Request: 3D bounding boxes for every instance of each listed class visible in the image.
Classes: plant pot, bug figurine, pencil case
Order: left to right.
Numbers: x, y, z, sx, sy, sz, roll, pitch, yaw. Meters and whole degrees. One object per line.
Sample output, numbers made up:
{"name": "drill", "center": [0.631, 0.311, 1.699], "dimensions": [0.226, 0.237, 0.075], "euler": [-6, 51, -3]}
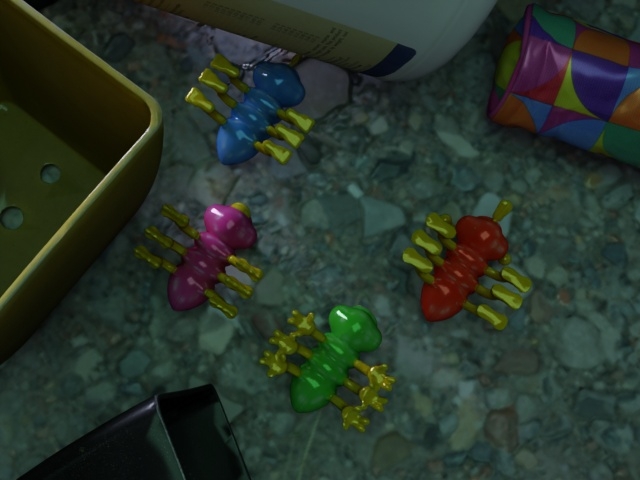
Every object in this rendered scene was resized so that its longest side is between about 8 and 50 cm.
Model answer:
{"name": "plant pot", "center": [-0.233, -0.036, 0.620], "dimensions": [0.212, 0.187, 0.212], "euler": [37, 80, 7]}
{"name": "plant pot", "center": [-0.125, 0.212, 0.597], "dimensions": [0.167, 0.188, 0.187], "euler": [-23, 83, 0]}
{"name": "bug figurine", "center": [0.000, 0.000, 0.689], "dimensions": [0.279, 0.072, 0.216], "euler": [38, 82, 2]}
{"name": "pencil case", "center": [0.246, -0.101, 0.711], "dimensions": [0.236, 0.104, 0.104], "euler": [18, 80, -2]}

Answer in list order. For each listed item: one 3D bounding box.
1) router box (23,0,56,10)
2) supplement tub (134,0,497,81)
{"name": "router box", "center": [-0.359, -0.244, 0.706], "dimensions": [0.309, 0.081, 0.243], "euler": [-30, 84, -7]}
{"name": "supplement tub", "center": [-0.042, -0.250, 0.612], "dimensions": [0.316, 0.228, 0.228], "euler": [14, 79, -20]}
